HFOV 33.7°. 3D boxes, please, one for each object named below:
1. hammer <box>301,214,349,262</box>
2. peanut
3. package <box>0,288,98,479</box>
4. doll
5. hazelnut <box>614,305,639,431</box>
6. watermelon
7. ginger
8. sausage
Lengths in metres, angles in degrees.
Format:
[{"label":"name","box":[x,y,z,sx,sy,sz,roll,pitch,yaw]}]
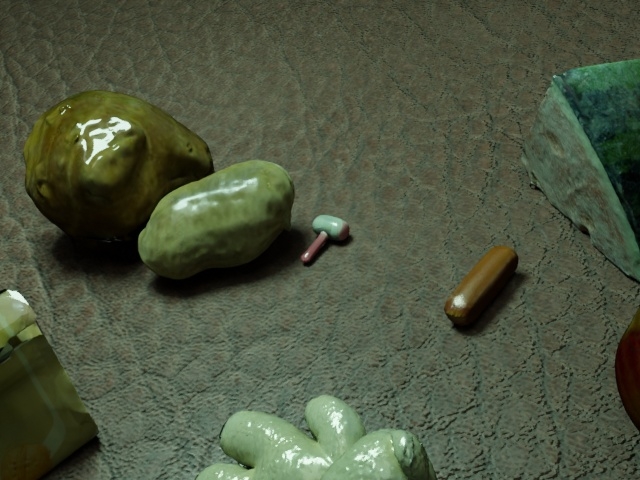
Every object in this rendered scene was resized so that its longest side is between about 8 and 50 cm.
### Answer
[{"label":"hammer","box":[0.000,0.000,1.422,0.052,0.031,0.083,13,50,35]},{"label":"peanut","box":[-0.135,-0.023,1.413,0.224,0.129,0.129,-23,37,1]},{"label":"package","box":[-0.425,0.191,1.128,0.311,0.165,0.221,-31,71,-24]},{"label":"doll","box":[0.000,0.246,1.048,0.278,0.175,0.149,9,3,38]},{"label":"hazelnut","box":[0.405,0.125,1.022,0.229,0.229,0.229,-8,37,6]},{"label":"watermelon","box":[0.371,-0.136,1.319,0.292,0.250,0.283,25,46,36]},{"label":"ginger","box":[-0.288,-0.117,1.501,0.200,0.223,0.269,15,47,36]},{"label":"sausage","box":[0.194,0.055,1.283,0.039,0.041,0.131,23,49,31]}]
